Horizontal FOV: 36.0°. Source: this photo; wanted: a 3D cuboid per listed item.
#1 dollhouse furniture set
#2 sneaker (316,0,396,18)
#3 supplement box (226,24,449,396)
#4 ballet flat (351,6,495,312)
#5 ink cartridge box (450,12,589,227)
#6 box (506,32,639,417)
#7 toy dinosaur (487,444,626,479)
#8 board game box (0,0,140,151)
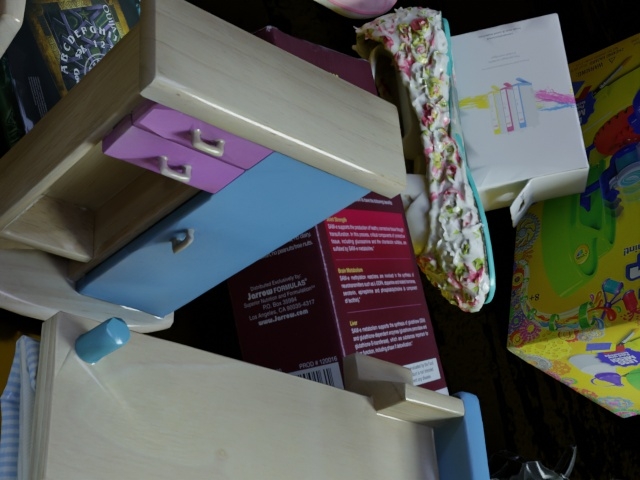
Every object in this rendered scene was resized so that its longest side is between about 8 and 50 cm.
[{"bbox_3d":[-0.103,0.076,0.385,0.286,0.198,0.304,20,53,-37],"label":"dollhouse furniture set"},{"bbox_3d":[0.027,-0.207,0.735,0.134,0.070,0.051,4,71,-44],"label":"sneaker"},{"bbox_3d":[0.000,0.000,0.615,0.130,0.073,0.240,2,74,-60],"label":"supplement box"},{"bbox_3d":[0.068,-0.061,0.731,0.077,0.091,0.241,-4,72,-13],"label":"ballet flat"},{"bbox_3d":[0.157,-0.089,0.780,0.092,0.089,0.143,34,46,-74],"label":"ink cartridge box"},{"bbox_3d":[0.330,-0.030,0.805,0.177,0.290,0.279,30,56,-33],"label":"box"},{"bbox_3d":[0.164,0.265,0.681,0.322,0.164,0.219,-9,97,-63],"label":"toy dinosaur"},{"bbox_3d":[-0.137,-0.117,0.577,0.126,0.026,0.186,-11,83,-46],"label":"board game box"}]
